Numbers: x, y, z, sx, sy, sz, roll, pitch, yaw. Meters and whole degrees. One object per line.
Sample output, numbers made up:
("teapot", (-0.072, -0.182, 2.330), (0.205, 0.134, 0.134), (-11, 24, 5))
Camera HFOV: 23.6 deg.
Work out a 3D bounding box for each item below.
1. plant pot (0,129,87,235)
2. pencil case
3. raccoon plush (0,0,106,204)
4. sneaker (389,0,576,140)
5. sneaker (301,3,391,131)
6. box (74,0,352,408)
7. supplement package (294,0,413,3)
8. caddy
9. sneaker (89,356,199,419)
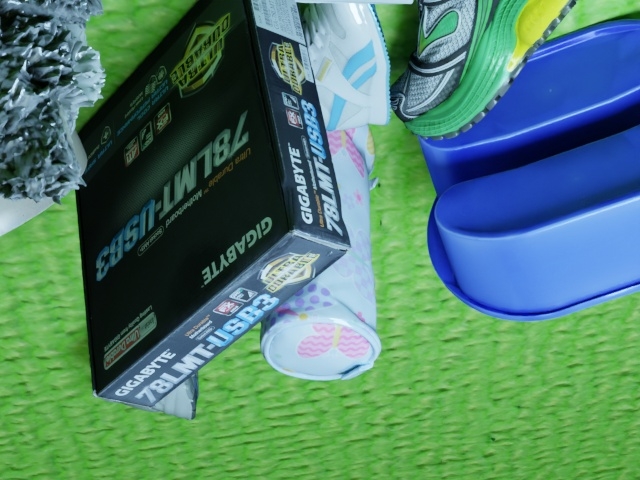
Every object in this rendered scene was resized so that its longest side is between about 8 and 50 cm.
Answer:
("plant pot", (-0.358, -0.107, 1.268), (0.284, 0.284, 0.191), (-15, 112, 6))
("pencil case", (0.000, 0.000, 1.489), (0.113, 0.273, 0.124), (-21, 139, 28))
("raccoon plush", (-0.263, -0.227, 1.008), (0.216, 0.299, 0.446), (-3, 146, 19))
("sneaker", (0.135, -0.216, 1.360), (0.146, 0.134, 0.343), (34, 146, 0))
("sneaker", (0.011, -0.174, 1.391), (0.092, 0.087, 0.229), (-11, 146, -2))
("box", (-0.111, -0.046, 1.361), (0.073, 0.293, 0.295), (18, 138, -35))
("supplement package", (0.035, -0.284, 1.213), (0.105, 0.105, 0.179), (-2, 145, -14))
("caddy", (0.256, -0.060, 1.497), (0.341, 0.241, 0.179), (-18, 140, 13))
("sneaker", (-0.205, 0.127, 1.775), (0.129, 0.111, 0.297), (0, 145, -5))
